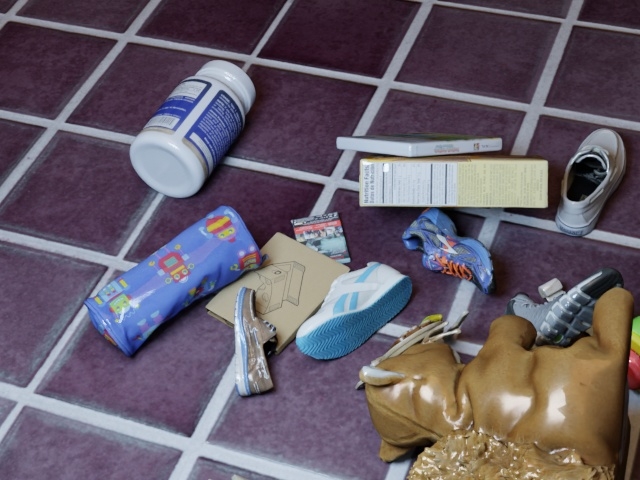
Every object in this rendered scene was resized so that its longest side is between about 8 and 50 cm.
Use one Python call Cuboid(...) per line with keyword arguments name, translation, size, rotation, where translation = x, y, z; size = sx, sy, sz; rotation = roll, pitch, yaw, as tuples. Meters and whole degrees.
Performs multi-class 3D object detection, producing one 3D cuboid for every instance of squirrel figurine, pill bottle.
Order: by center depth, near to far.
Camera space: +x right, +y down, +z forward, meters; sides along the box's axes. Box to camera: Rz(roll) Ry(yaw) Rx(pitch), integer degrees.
Cuboid(name="squirrel figurine", translation=(0.225, 0.268, 1.549), size=(0.370, 0.281, 0.397), rotation=(5, 44, 19))
Cuboid(name="pill bottle", translation=(-0.235, -0.218, 2.140), size=(0.153, 0.153, 0.265), rotation=(15, 49, 20))

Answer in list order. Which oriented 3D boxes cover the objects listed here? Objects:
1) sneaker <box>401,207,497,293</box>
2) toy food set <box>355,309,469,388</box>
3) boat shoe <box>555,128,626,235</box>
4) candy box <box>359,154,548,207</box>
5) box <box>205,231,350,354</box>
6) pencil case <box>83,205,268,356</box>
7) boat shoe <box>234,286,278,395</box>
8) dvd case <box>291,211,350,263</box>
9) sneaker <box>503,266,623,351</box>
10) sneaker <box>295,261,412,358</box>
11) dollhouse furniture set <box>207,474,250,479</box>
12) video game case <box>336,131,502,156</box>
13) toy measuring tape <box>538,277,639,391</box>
Cuboid(name="sneaker", translation=(0.220, 0.030, 1.913), size=(0.087, 0.083, 0.221), rotation=(-32, 42, -14))
Cuboid(name="toy food set", translation=(0.136, 0.157, 1.758), size=(0.192, 0.132, 0.038), rotation=(-27, 73, -21))
Cuboid(name="boat shoe", translation=(0.486, -0.126, 2.020), size=(0.096, 0.088, 0.267), rotation=(19, 51, 23))
Cuboid(name="candy box", translation=(0.232, -0.106, 1.968), size=(0.316, 0.088, 0.183), rotation=(0, 6, 7))
Cuboid(name="box", translation=(-0.072, 0.086, 1.911), size=(0.164, 0.021, 0.201), rotation=(27, 59, 28))
Cuboid(name="pencil case", translation=(-0.240, 0.067, 1.871), size=(0.306, 0.133, 0.119), rotation=(-35, 71, -17))
Cuboid(name="boat shoe", translation=(-0.102, 0.160, 1.807), size=(0.066, 0.066, 0.183), rotation=(-5, 67, 3))
Cuboid(name="dvd case", translation=(0.000, 0.000, 2.001), size=(0.087, 0.013, 0.119), rotation=(-11, 45, -4))
Cuboid(name="sneaker", translation=(0.359, 0.102, 1.762), size=(0.229, 0.086, 0.132), rotation=(-47, 35, 13))
Cuboid(name="sneaker", translation=(0.042, 0.114, 1.845), size=(0.228, 0.087, 0.092), rotation=(-31, 43, -31))
Cuboid(name="dollhouse furniture set", translation=(-0.122, 0.419, 1.599), size=(0.151, 0.123, 0.144), rotation=(-43, 47, 14))
Cuboid(name="video game case", translation=(0.175, -0.174, 2.025), size=(0.206, 0.026, 0.227), rotation=(-7, 10, -32))
Cuboid(name="toy measuring tape", translation=(0.465, 0.137, 1.750), size=(0.121, 0.121, 0.330), rotation=(-28, 49, -20))
